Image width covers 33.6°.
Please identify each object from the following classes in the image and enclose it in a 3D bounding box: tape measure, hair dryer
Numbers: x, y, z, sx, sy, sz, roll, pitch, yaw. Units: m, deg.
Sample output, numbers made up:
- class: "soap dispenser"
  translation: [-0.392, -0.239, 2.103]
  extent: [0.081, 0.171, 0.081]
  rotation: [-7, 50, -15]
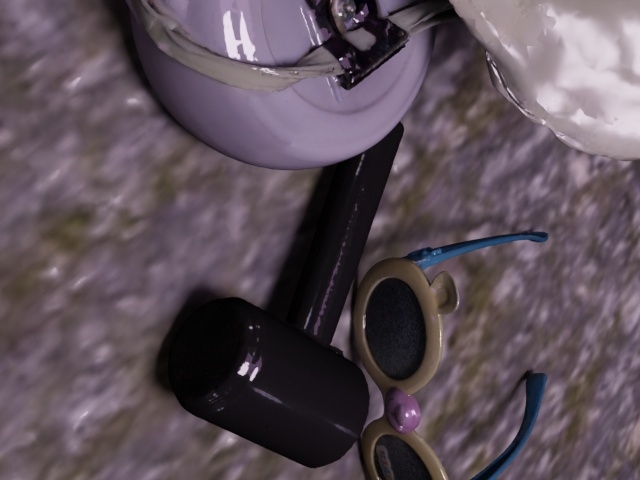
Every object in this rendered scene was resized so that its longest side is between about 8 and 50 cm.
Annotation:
- class: "tape measure"
  translation: [-0.005, -0.130, 0.565]
  extent: [0.196, 0.105, 0.178]
  rotation: [-50, 128, -27]
- class: "hair dryer"
  translation: [0.001, 0.001, 0.625]
  extent: [0.114, 0.071, 0.248]
  rotation: [33, 71, -42]

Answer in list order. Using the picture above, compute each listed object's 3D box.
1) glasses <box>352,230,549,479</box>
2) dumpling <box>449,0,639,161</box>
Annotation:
- class: "glasses"
  translation: [0.095, 0.082, 0.748]
  extent: [0.220, 0.088, 0.189]
  rotation: [-29, 118, -59]
- class: "dumpling"
  translation: [0.141, -0.229, 0.557]
  extent: [0.260, 0.181, 0.341]
  rotation: [7, 112, -21]
